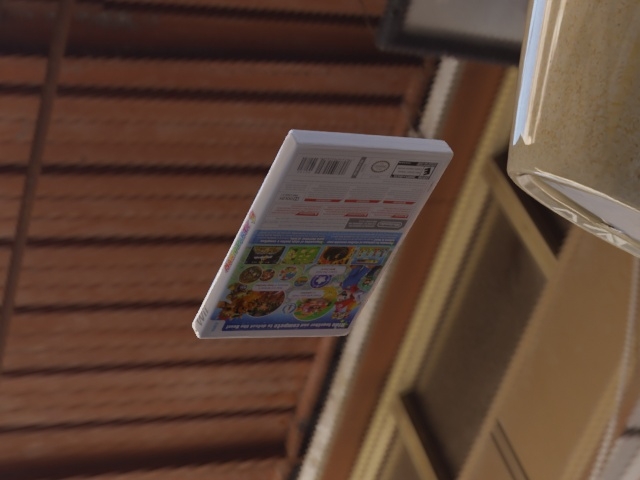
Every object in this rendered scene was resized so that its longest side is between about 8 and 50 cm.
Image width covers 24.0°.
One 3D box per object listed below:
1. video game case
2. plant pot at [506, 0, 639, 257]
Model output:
[{"bbox_3d":[0.000,0.000,0.700,0.087,0.011,0.122,1,-47,-34],"label":"video game case"},{"bbox_3d":[0.193,-0.121,0.621,0.256,0.256,0.274,29,-92,-36],"label":"plant pot"}]
